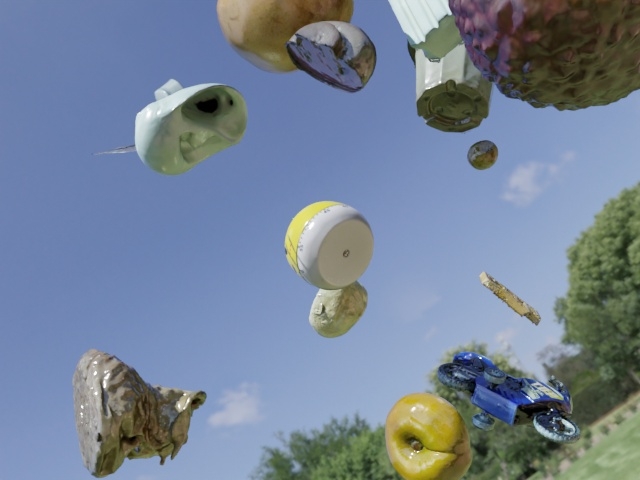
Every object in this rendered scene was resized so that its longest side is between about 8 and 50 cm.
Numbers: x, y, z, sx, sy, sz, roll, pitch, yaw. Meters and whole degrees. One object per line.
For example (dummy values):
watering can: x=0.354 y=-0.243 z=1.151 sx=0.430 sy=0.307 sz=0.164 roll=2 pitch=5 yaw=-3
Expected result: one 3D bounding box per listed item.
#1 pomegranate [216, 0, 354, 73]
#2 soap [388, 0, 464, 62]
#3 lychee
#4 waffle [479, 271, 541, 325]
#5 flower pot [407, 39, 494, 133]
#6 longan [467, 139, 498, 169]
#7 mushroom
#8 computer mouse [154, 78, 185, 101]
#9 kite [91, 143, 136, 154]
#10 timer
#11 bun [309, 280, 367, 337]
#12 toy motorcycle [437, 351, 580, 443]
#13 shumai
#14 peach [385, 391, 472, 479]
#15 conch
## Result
pomegranate: x=-0.065 y=-0.502 z=1.536 sx=0.319 sy=0.319 sz=0.319 roll=-29 pitch=-23 yaw=-14
soap: x=0.246 y=-0.529 z=1.576 sx=0.094 sy=0.262 sz=0.150 roll=19 pitch=-48 yaw=-40
lychee: x=0.238 y=-0.249 z=0.667 sx=0.260 sy=0.261 sz=0.261 roll=-29 pitch=-23 yaw=-14
waffle: x=0.360 y=0.111 z=1.347 sx=0.021 sy=0.135 sz=0.092 roll=-53 pitch=-4 yaw=10
flower pot: x=0.351 y=-0.440 z=1.850 sx=0.290 sy=0.259 sz=0.290 roll=10 pitch=-31 yaw=6
longan: x=0.383 y=-0.202 z=1.661 sx=0.075 sy=0.075 sz=0.083 roll=-27 pitch=-5 yaw=-20
mushroom: x=0.029 y=-0.361 z=1.347 sx=0.117 sy=0.188 sz=0.141 roll=-53 pitch=-31 yaw=-23
computer mouse: x=-0.344 y=-0.326 z=1.714 sx=0.079 sy=0.128 sz=0.231 roll=-40 pitch=13 yaw=-2
kite: x=-0.475 y=-0.260 z=1.916 sx=0.152 sy=0.015 sz=0.285 roll=0 pitch=14 yaw=25
timer: x=0.000 y=0.000 z=2.134 sx=0.285 sy=0.285 sz=0.285 roll=-29 pitch=-23 yaw=-14
bun: x=0.072 y=0.209 z=2.319 sx=0.244 sy=0.153 sz=0.244 roll=-55 pitch=-24 yaw=-40
toy motorcycle: x=0.374 y=0.299 z=1.373 sx=0.168 sy=0.315 sz=0.113 roll=-7 pitch=-68 yaw=-43
shumai: x=-0.399 y=0.358 z=1.563 sx=0.262 sy=0.314 sz=0.267 roll=-1 pitch=-71 yaw=-32
peach: x=0.278 y=0.519 z=1.832 sx=0.153 sy=0.251 sz=0.251 roll=-11 pitch=-33 yaw=-50
conch: x=-0.238 y=-0.212 z=1.292 sx=0.221 sy=0.121 sz=0.185 roll=-30 pitch=-13 yaw=-32
